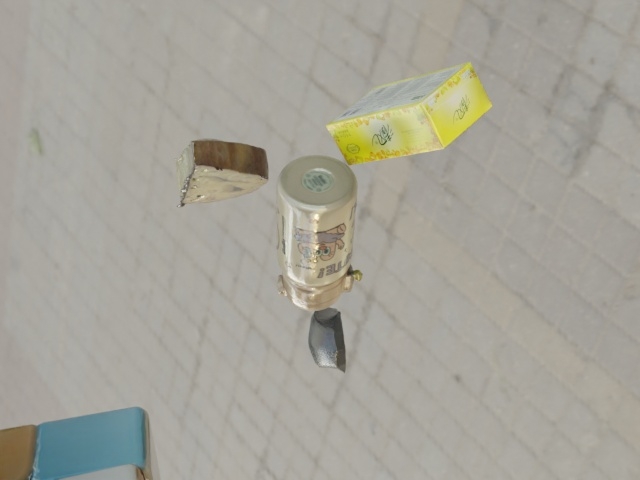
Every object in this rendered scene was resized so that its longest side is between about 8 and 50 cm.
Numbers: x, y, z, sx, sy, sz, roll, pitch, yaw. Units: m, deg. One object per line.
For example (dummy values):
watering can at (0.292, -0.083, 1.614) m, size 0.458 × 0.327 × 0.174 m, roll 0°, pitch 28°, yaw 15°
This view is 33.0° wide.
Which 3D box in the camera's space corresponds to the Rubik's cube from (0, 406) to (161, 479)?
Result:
Rubik's cube at (-0.300, 0.409, 1.018) m, size 0.344 × 0.347 × 0.347 m, roll -110°, pitch 11°, yaw -65°

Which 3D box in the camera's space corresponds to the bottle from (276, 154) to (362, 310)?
bottle at (0.000, 0.000, 1.339) m, size 0.209 × 0.110 × 0.097 m, roll 92°, pitch 177°, yaw -47°

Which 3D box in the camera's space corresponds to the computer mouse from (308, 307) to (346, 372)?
computer mouse at (0.008, 0.155, 1.707) m, size 0.172 × 0.057 × 0.099 m, roll -113°, pitch 15°, yaw -81°

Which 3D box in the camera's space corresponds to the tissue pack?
tissue pack at (0.100, -0.142, 1.240) m, size 0.176 × 0.095 × 0.062 m, roll -4°, pitch 121°, yaw 54°

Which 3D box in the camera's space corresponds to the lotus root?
lotus root at (-0.178, -0.123, 1.919) m, size 0.261 × 0.170 × 0.074 m, roll 149°, pitch 117°, yaw -67°
